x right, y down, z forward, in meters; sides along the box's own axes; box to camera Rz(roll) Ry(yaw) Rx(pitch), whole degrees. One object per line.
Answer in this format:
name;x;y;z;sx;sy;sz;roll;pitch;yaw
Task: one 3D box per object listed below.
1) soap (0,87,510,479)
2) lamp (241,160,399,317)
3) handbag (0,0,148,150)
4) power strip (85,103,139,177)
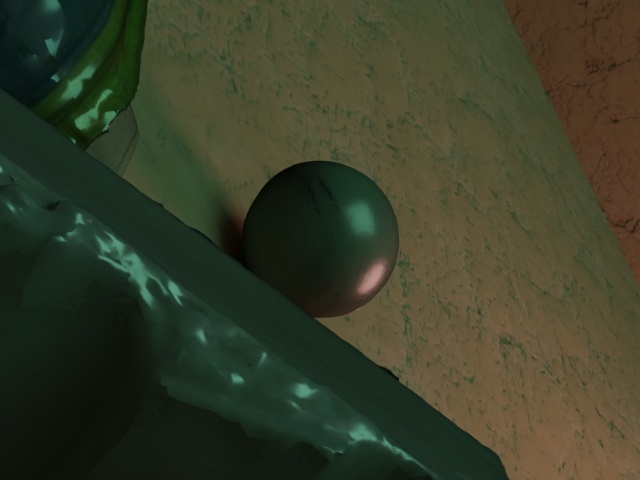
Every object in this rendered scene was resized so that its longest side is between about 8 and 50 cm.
soap;-0.113;0.112;0.442;0.258;0.302;0.159;36;7;-4
lamp;0.000;0.000;1.107;0.105;0.105;0.105;53;19;-28
handbag;-0.189;-0.143;0.572;0.241;0.222;0.263;57;15;-34
power strip;-0.162;-0.107;0.858;0.198;0.064;0.213;-76;149;-68
